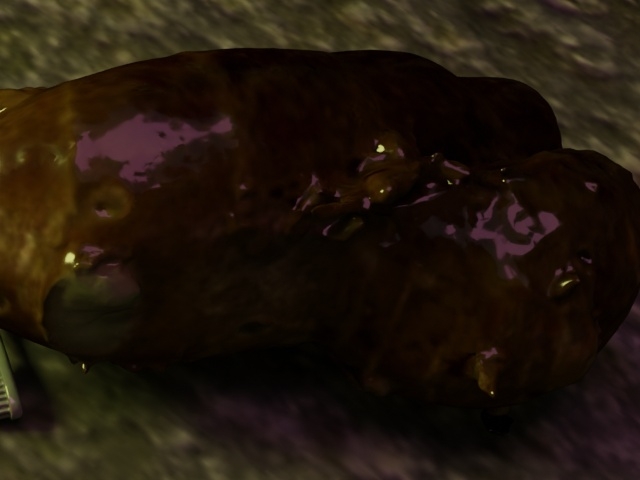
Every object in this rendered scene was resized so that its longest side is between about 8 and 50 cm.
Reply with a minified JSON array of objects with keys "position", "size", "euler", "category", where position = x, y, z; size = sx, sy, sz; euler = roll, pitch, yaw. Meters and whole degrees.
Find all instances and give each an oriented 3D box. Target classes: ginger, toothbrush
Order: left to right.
[{"position":[-0.213,-0.007,1.076],"size":[0.025,0.020,0.286],"euler":[-10,49,-17],"category":"toothbrush"},{"position":[0.000,0.000,1.018],"size":[0.418,0.176,0.254],"euler":[-2,37,-29],"category":"ginger"}]
